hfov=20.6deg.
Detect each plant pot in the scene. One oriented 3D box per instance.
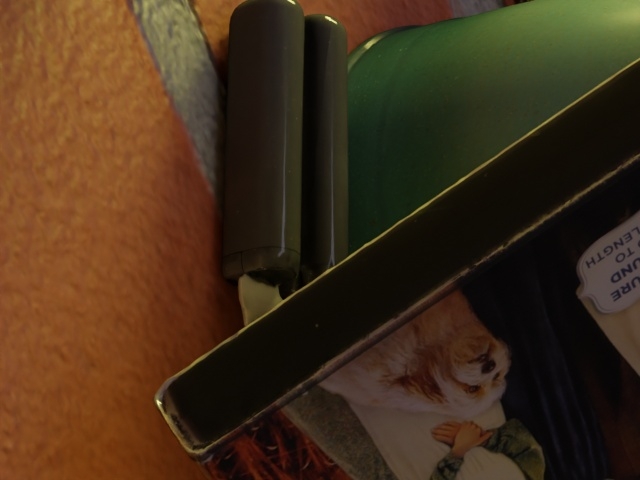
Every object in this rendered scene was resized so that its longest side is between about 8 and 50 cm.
[{"bbox_3d":[0.175,-0.026,1.020,0.272,0.255,0.271,17,66,-45],"label":"plant pot"}]

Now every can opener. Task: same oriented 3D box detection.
[{"bbox_3d":[0.000,0.000,0.933,0.076,0.095,0.283,19,65,-46],"label":"can opener"}]

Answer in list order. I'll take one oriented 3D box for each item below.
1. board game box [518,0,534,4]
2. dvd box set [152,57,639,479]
[{"bbox_3d":[0.224,-0.282,1.245,0.232,0.141,0.291,-29,101,-49],"label":"board game box"},{"bbox_3d":[0.146,0.137,0.880,0.307,0.062,0.420,-33,127,-4],"label":"dvd box set"}]
